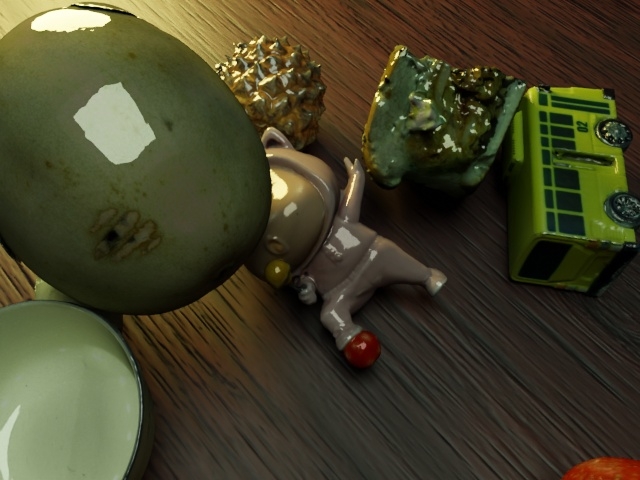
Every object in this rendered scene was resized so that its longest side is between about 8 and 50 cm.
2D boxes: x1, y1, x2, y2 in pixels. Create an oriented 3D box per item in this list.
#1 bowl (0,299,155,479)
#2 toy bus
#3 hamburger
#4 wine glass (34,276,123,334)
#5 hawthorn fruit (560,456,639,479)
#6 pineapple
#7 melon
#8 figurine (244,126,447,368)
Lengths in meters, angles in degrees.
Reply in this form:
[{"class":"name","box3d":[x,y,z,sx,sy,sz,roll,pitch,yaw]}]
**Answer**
[{"class":"bowl","box3d":[-0.261,0.187,0.638,0.237,0.126,0.238,-3,66,7]},{"class":"toy bus","box3d":[0.316,-0.075,0.862,0.149,0.128,0.262,8,57,1]},{"class":"hamburger","box3d":[0.151,-0.147,0.863,0.167,0.288,0.193,24,102,7]},{"class":"wine glass","box3d":[-0.382,0.009,0.792,0.264,0.096,0.310,-14,60,-6]},{"class":"hawthorn fruit","box3d":[0.283,0.284,0.599,0.173,0.179,0.174,0,87,6]},{"class":"pineapple","box3d":[-0.068,-0.202,0.905,0.166,0.166,0.193,12,54,5]},{"class":"melon","box3d":[-0.206,-0.081,0.659,0.330,0.268,0.268,45,64,11]},{"class":"figurine","box3d":[0.000,0.000,0.772,0.287,0.186,0.176,46,107,7]}]
